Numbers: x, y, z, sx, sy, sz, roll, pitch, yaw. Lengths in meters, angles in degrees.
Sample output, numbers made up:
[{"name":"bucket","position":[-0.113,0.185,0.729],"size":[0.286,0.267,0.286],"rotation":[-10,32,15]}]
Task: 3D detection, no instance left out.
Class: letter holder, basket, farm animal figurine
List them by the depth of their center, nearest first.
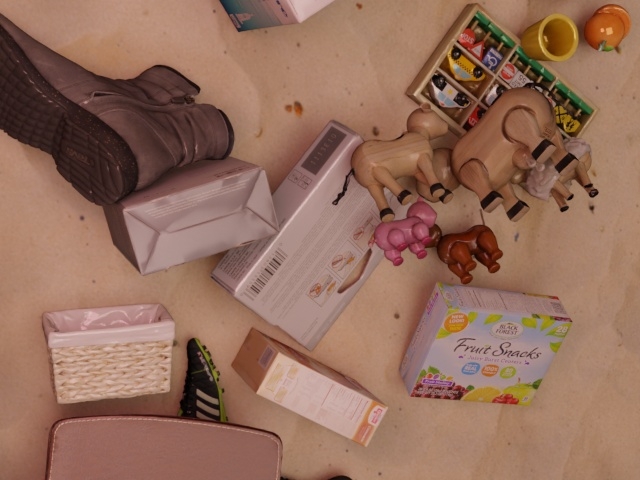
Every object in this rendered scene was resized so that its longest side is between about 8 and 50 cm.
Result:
[{"name":"basket","position":[-0.283,0.151,1.487],"size":[0.167,0.113,0.103],"rotation":[-5,102,-18]},{"name":"letter holder","position":[-0.214,0.329,1.495],"size":[0.302,0.152,0.214],"rotation":[5,92,-9]},{"name":"farm animal figurine","position":[0.198,-0.104,1.541],"size":[0.327,0.172,0.330],"rotation":[-35,147,9]}]

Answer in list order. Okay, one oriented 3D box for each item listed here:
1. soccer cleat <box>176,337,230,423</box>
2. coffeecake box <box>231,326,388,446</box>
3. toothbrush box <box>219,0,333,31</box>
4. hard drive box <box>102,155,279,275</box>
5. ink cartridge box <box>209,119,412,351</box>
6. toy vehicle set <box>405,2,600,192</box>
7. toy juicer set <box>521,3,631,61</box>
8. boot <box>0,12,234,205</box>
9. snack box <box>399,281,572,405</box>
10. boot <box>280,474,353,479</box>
[{"name":"soccer cleat","position":[-0.172,0.226,1.566],"size":[0.072,0.060,0.178],"rotation":[-16,106,-14]},{"name":"coffeecake box","position":[-0.017,0.206,1.570],"size":[0.186,0.142,0.068],"rotation":[29,89,-21]},{"name":"toothbrush box","position":[-0.014,-0.374,1.395],"size":[0.216,0.295,0.126],"rotation":[-35,108,-10]},{"name":"hard drive box","position":[-0.176,-0.041,1.428],"size":[0.181,0.232,0.089],"rotation":[-17,105,-15]},{"name":"ink cartridge box","position":[0.000,0.000,1.566],"size":[0.275,0.060,0.239],"rotation":[-52,146,-4]},{"name":"toy vehicle set","position":[0.275,-0.208,1.658],"size":[0.267,0.035,0.166],"rotation":[35,86,-21]},{"name":"toy juicer set","position":[0.388,-0.427,1.617],"size":[0.209,0.089,0.328],"rotation":[-7,94,-22]},{"name":"boot","position":[-0.289,-0.188,1.423],"size":[0.338,0.118,0.223],"rotation":[46,42,13]},{"name":"snack box","position":[0.244,0.157,1.656],"size":[0.207,0.070,0.174],"rotation":[7,123,-21]},{"name":"boot","position":[-0.054,0.355,1.622],"size":[0.198,0.077,0.137],"rotation":[-23,100,-15]}]
